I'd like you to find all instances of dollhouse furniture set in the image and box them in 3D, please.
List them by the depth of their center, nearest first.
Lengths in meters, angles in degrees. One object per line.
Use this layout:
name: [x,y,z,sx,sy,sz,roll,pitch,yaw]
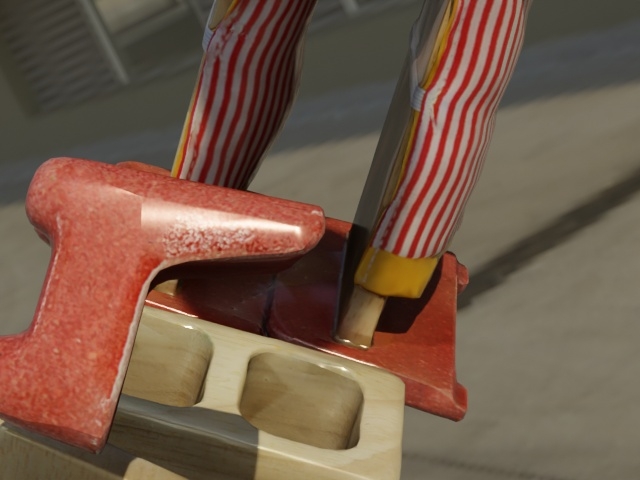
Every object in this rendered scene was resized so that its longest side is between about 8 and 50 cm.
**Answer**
dollhouse furniture set: [0.000,0.000,0.559,0.152,0.201,0.374,16,29,-4]
